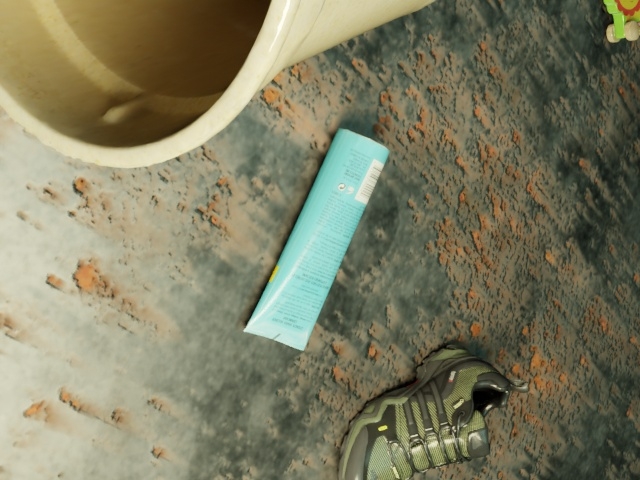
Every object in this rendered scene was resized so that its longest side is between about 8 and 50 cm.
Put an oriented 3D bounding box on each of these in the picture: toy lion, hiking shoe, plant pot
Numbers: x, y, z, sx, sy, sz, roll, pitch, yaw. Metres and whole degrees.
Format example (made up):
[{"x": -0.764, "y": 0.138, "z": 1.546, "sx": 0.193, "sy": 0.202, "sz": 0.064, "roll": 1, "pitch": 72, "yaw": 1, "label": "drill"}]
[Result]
[{"x": 0.375, "y": -0.291, "z": 1.183, "sx": 0.100, "sy": 0.034, "sz": 0.096, "roll": -19, "pitch": 106, "yaw": -38, "label": "toy lion"}, {"x": 0.115, "y": 0.198, "z": 1.022, "sx": 0.227, "sy": 0.114, "sz": 0.086, "roll": -42, "pitch": 126, "yaw": -26, "label": "hiking shoe"}, {"x": -0.045, "y": -0.241, "z": 0.644, "sx": 0.305, "sy": 0.334, "sz": 0.334, "roll": -23, "pitch": 117, "yaw": -48, "label": "plant pot"}]

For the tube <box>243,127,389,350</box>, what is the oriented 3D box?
[{"x": 0.000, "y": 0.000, "z": 0.911, "sx": 0.080, "sy": 0.052, "sz": 0.207, "roll": 23, "pitch": 91, "yaw": -39, "label": "tube"}]
